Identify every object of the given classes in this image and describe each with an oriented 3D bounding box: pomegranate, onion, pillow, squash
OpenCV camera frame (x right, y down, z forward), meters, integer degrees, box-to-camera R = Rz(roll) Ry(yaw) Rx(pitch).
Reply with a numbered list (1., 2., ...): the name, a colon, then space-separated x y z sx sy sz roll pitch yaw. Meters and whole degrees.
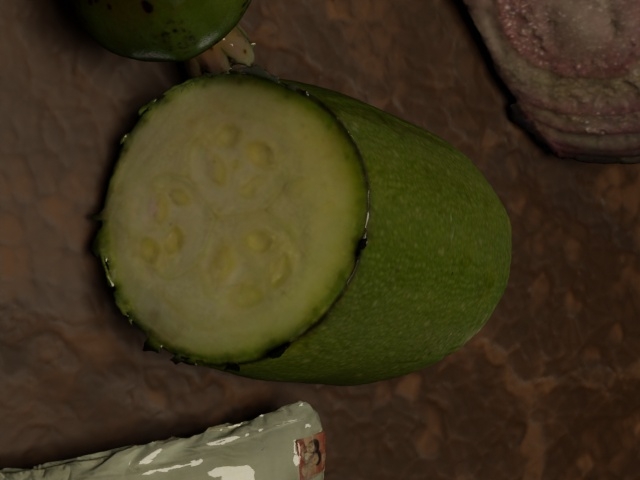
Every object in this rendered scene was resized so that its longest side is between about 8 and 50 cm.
1. pomegranate: -0.085 -0.144 0.826 0.114 0.114 0.142 -56 144 -16
2. onion: 0.222 -0.183 0.956 0.250 0.247 0.111 59 33 -29
3. pillow: -0.098 0.177 0.863 0.229 0.051 0.128 -10 106 -29
4. squash: 0.000 0.000 0.928 0.260 0.189 0.189 10 87 -67
